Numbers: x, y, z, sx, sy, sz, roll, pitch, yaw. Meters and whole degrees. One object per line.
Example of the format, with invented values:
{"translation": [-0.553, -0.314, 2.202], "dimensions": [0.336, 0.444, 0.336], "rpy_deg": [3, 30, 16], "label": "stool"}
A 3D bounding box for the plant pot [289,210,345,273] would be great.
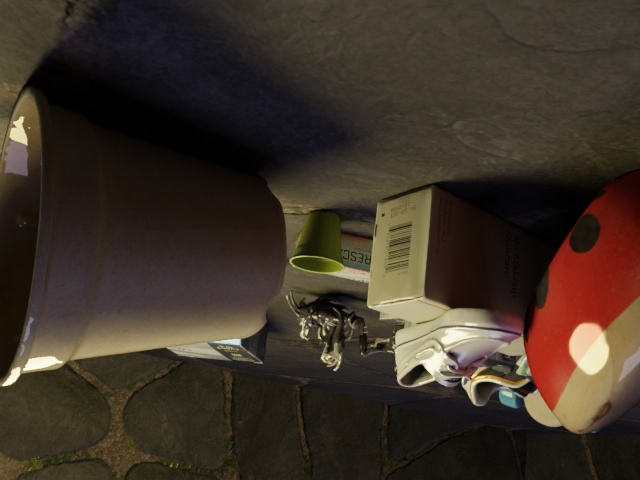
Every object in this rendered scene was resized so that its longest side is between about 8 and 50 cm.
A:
{"translation": [0.000, 0.000, 1.062], "dimensions": [0.083, 0.079, 0.083], "rpy_deg": [7, 162, 2], "label": "plant pot"}

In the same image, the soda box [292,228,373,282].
{"translation": [0.050, 0.028, 1.160], "dimensions": [0.183, 0.058, 0.063], "rpy_deg": [14, 161, -14], "label": "soda box"}

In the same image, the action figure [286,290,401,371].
{"translation": [0.044, 0.204, 1.499], "dimensions": [0.275, 0.141, 0.164], "rpy_deg": [20, 180, 5], "label": "action figure"}

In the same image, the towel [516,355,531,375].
{"translation": [0.503, 0.146, 1.163], "dimensions": [0.247, 0.038, 0.325], "rpy_deg": [11, 136, -15], "label": "towel"}

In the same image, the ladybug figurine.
{"translation": [0.357, 0.062, 0.831], "dimensions": [0.162, 0.305, 0.449], "rpy_deg": [38, 155, 22], "label": "ladybug figurine"}

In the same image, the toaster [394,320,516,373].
{"translation": [0.237, 0.138, 1.226], "dimensions": [0.227, 0.147, 0.129], "rpy_deg": [4, 167, 46], "label": "toaster"}

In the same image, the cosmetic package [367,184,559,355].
{"translation": [0.219, 0.054, 1.009], "dimensions": [0.309, 0.160, 0.113], "rpy_deg": [20, 158, -34], "label": "cosmetic package"}

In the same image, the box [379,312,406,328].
{"translation": [0.264, 0.150, 1.433], "dimensions": [0.231, 0.056, 0.183], "rpy_deg": [-10, 154, 42], "label": "box"}

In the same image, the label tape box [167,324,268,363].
{"translation": [-0.293, 0.216, 1.774], "dimensions": [0.249, 0.115, 0.348], "rpy_deg": [4, 163, 11], "label": "label tape box"}

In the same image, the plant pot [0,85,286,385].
{"translation": [-0.223, 0.006, 0.877], "dimensions": [0.305, 0.334, 0.333], "rpy_deg": [6, 165, -33], "label": "plant pot"}

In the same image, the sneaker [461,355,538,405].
{"translation": [0.410, 0.218, 1.338], "dimensions": [0.321, 0.128, 0.126], "rpy_deg": [-30, 141, 30], "label": "sneaker"}

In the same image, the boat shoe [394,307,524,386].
{"translation": [0.176, 0.148, 0.925], "dimensions": [0.095, 0.084, 0.258], "rpy_deg": [13, 160, -14], "label": "boat shoe"}

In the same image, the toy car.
{"translation": [0.559, 0.289, 1.606], "dimensions": [0.219, 0.210, 0.238], "rpy_deg": [9, -164, 40], "label": "toy car"}
